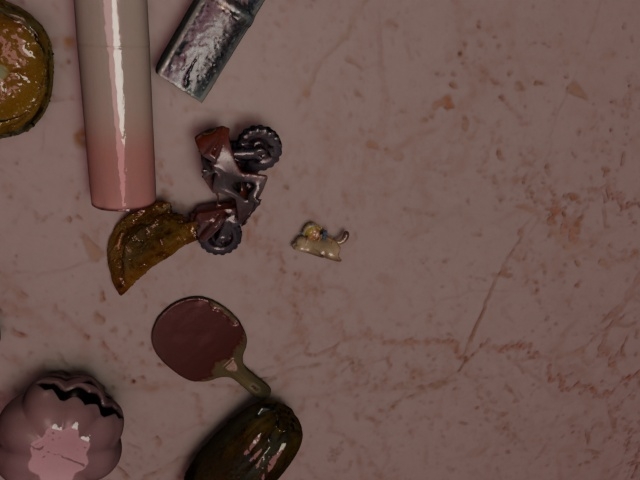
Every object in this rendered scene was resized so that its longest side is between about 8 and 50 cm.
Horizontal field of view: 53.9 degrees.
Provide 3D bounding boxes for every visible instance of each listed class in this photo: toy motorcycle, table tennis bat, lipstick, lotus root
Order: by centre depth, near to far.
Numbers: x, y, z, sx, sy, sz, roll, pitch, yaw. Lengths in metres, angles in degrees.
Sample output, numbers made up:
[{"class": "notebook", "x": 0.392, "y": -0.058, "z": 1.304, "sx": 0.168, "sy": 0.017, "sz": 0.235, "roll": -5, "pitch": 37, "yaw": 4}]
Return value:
[{"class": "lipstick", "x": -0.258, "y": -0.205, "z": 0.797, "sx": 0.087, "sy": 0.087, "sz": 0.327, "roll": -4, "pitch": 111, "yaw": -17}, {"class": "lipstick", "x": -0.110, "y": -0.321, "z": 0.808, "sx": 0.077, "sy": 0.076, "sz": 0.290, "roll": 30, "pitch": 96, "yaw": -23}, {"class": "toy motorcycle", "x": -0.140, "y": -0.076, "z": 0.891, "sx": 0.118, "sy": 0.084, "sz": 0.213, "roll": 16, "pitch": 117, "yaw": -24}, {"class": "table tennis bat", "x": -0.164, "y": 0.183, "z": 1.014, "sx": 0.131, "sy": 0.022, "sz": 0.234, "roll": -44, "pitch": 115, "yaw": 1}, {"class": "lotus root", "x": -0.129, "y": 0.364, "z": 1.037, "sx": 0.124, "sy": 0.123, "sz": 0.241, "roll": 45, "pitch": 96, "yaw": 0}]

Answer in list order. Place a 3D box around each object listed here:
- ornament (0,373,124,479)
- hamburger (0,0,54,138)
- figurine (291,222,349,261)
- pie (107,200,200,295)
[{"class": "ornament", "x": -0.375, "y": 0.279, "z": 0.914, "sx": 0.177, "sy": 0.177, "sz": 0.178, "roll": -6, "pitch": 112, "yaw": -16}, {"class": "hamburger", "x": -0.401, "y": -0.212, "z": 0.743, "sx": 0.177, "sy": 0.113, "sz": 0.186, "roll": -19, "pitch": 107, "yaw": -4}, {"class": "figurine", "x": 0.000, "y": 0.000, "z": 0.987, "sx": 0.083, "sy": 0.047, "sz": 0.051, "roll": 15, "pitch": 90, "yaw": -15}, {"class": "pie", "x": -0.247, "y": 0.002, "z": 0.892, "sx": 0.169, "sy": 0.034, "sz": 0.092, "roll": -30, "pitch": 94, "yaw": 18}]
